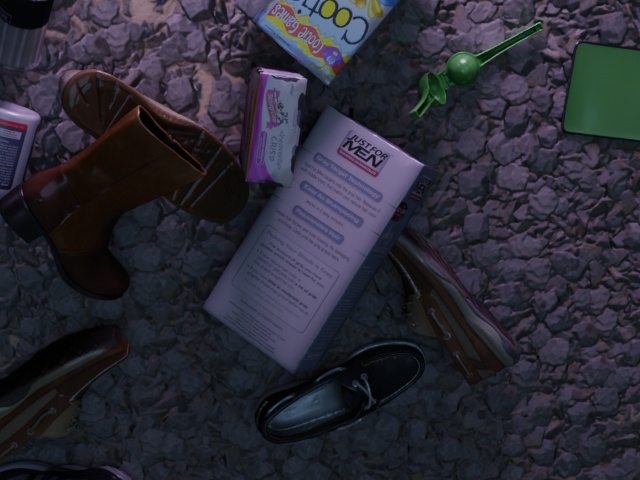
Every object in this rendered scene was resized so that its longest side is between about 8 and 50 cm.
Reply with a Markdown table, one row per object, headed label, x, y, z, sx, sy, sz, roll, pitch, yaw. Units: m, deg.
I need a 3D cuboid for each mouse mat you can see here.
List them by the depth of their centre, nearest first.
| label | x | y | z | sx | sy | sz | roll | pitch | yaw |
| --- | --- | --- | --- | --- | --- | --- | --- | --- | --- |
| mouse mat | 0.494 | -0.241 | 1.925 | 0.189 | 0.007 | 0.153 | 6 | 101 | -10 |

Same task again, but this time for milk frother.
| label | x | y | z | sx | sy | sz | roll | pitch | yaw |
| --- | --- | --- | --- | --- | --- | --- | --- | --- | --- |
| milk frother | -0.423 | -0.345 | 1.747 | 0.143 | 0.129 | 0.135 | -8 | 143 | -33 |

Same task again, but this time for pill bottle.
| label | x | y | z | sx | sy | sz | roll | pitch | yaw |
| --- | --- | --- | --- | --- | --- | --- | --- | --- | --- |
| pill bottle | -0.497 | -0.117 | 1.775 | 0.108 | 0.108 | 0.180 | 16 | 99 | -10 |

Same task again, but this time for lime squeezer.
| label | x | y | z | sx | sy | sz | roll | pitch | yaw |
| --- | --- | --- | --- | --- | --- | --- | --- | --- | --- |
| lime squeezer | 0.217 | -0.265 | 1.842 | 0.310 | 0.110 | 0.059 | -36 | 88 | -29 |

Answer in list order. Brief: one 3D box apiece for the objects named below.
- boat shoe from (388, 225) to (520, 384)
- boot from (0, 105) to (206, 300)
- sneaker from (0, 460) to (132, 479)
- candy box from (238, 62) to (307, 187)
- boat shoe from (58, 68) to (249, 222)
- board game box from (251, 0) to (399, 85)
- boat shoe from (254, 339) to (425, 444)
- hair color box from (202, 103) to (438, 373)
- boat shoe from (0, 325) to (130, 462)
| label | x | y | z | sx | sy | sz | roll | pitch | yaw |
| --- | --- | --- | --- | --- | --- | --- | --- | --- | --- |
| boat shoe | 0.186 | 0.107 | 1.904 | 0.116 | 0.123 | 0.324 | -40 | 98 | 11 |
| boot | -0.291 | -0.050 | 1.764 | 0.280 | 0.096 | 0.264 | -29 | 122 | 16 |
| sneaker | -0.433 | 0.424 | 1.875 | 0.268 | 0.153 | 0.101 | 0 | 102 | -7 |
| candy box | -0.075 | -0.177 | 1.750 | 0.071 | 0.233 | 0.159 | 7 | 101 | -9 |
| boat shoe | -0.250 | -0.153 | 1.800 | 0.341 | 0.110 | 0.121 | 40 | 88 | -27 |
| board game box | 0.040 | -0.387 | 1.766 | 0.142 | 0.144 | 0.275 | 40 | 95 | -14 |
| boat shoe | 0.039 | 0.257 | 1.930 | 0.302 | 0.091 | 0.114 | -26 | 104 | -1 |
| hair color box | 0.000 | 0.000 | 1.823 | 0.185 | 0.113 | 0.374 | 34 | 97 | 17 |
| boat shoe | -0.436 | 0.252 | 1.866 | 0.324 | 0.122 | 0.120 | -30 | 109 | 8 |
